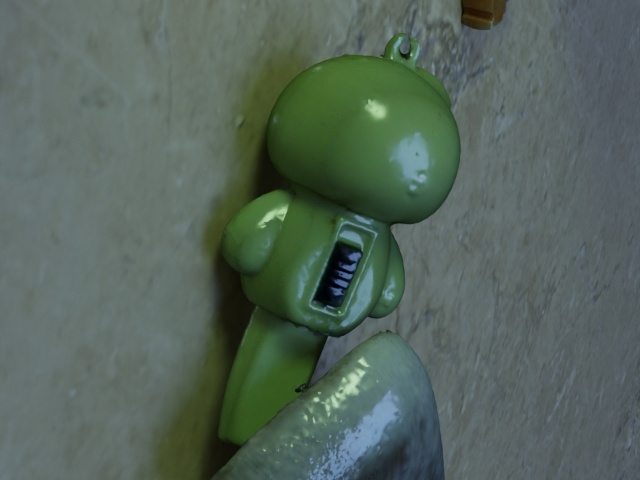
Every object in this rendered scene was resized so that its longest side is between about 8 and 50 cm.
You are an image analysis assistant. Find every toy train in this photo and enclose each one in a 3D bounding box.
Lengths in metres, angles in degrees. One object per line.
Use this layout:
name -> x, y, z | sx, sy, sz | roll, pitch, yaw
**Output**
toy train -> 0.166, -0.241, 1.013 | 0.103, 0.044, 0.064 | -44, 141, -41

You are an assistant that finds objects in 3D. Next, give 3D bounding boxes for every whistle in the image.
whistle -> -0.003, -0.005, 0.762 | 0.141, 0.141, 0.294 | 2, 120, -61

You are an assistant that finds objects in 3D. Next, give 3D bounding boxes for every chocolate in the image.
chocolate -> 0.025, 0.195, 0.818 | 0.185, 0.100, 0.303 | -38, 148, -15
